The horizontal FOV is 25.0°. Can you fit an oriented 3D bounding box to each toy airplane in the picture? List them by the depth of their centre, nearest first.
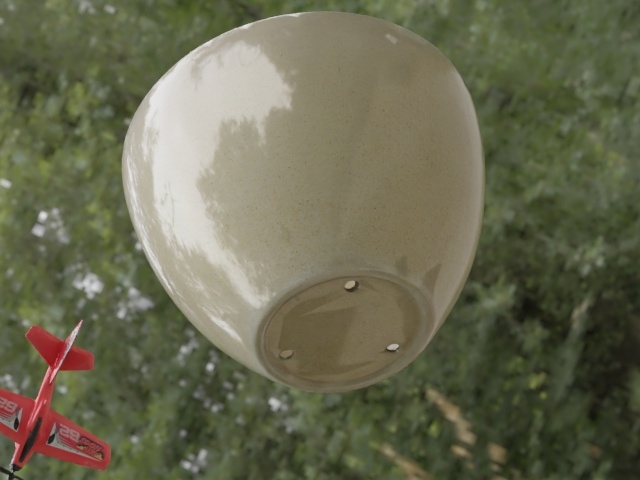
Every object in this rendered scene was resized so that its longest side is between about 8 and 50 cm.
[{"bbox_3d":[-0.240,0.136,1.239,0.028,0.151,0.151,-16,40,55],"label":"toy airplane"}]

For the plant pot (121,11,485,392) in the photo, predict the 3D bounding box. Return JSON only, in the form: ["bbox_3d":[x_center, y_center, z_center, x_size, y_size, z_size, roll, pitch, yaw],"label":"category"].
[{"bbox_3d":[0.000,0.000,1.077,0.191,0.284,0.284,-103,23,-45],"label":"plant pot"}]
